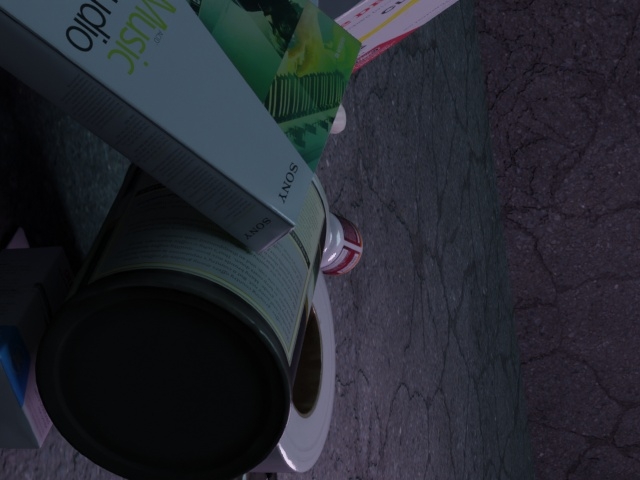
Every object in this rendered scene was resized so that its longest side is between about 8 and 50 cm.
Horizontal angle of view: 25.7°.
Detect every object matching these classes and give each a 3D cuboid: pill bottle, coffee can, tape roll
[{"bbox_3d":[0.000,0.000,1.951,0.152,0.086,0.086,23,65,-71],"label":"pill bottle"},{"bbox_3d":[-0.106,0.045,1.197,0.275,0.201,0.201,-76,157,-58],"label":"coffee can"},{"bbox_3d":[-0.096,0.123,1.482,0.246,0.169,0.246,-2,90,-72],"label":"tape roll"}]

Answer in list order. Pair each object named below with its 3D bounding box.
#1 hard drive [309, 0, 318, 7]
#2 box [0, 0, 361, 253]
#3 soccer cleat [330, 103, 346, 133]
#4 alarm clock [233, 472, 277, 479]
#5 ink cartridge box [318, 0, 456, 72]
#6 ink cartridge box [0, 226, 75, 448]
[{"bbox_3d":[-0.145,-0.208,1.192,0.318,0.040,0.210,19,57,-29],"label":"hard drive"},{"bbox_3d":[-0.125,-0.169,1.110,0.322,0.058,0.232,37,46,-20],"label":"box"},{"bbox_3d":[-0.022,-0.195,1.956,0.196,0.068,0.076,51,44,-52],"label":"soccer cleat"},{"bbox_3d":[-0.097,0.280,1.643,0.192,0.064,0.129,66,27,-43],"label":"alarm clock"},{"bbox_3d":[0.040,-0.336,1.752,0.160,0.279,0.384,59,19,4],"label":"ink cartridge box"},{"bbox_3d":[-0.246,0.076,1.183,0.180,0.060,0.104,-71,153,-51],"label":"ink cartridge box"}]
